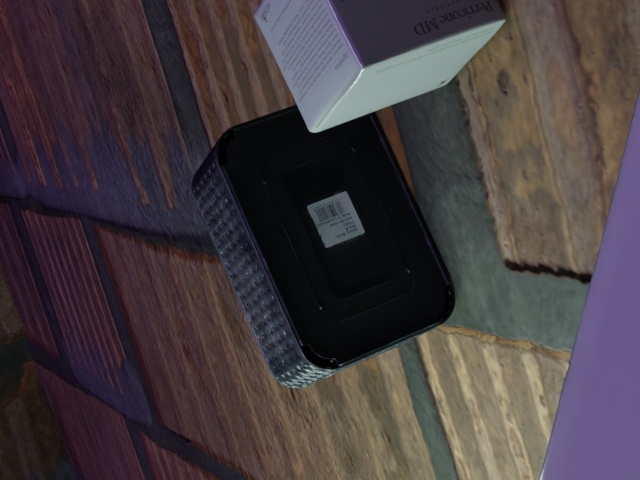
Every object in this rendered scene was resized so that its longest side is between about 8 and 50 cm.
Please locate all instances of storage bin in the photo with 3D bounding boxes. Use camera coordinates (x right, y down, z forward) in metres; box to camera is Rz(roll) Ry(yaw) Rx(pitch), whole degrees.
[{"bbox_3d":[0.000,0.000,0.951,0.180,0.122,0.084,66,158,6],"label":"storage bin"}]

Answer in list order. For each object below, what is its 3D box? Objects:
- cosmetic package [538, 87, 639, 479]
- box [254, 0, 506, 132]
[{"bbox_3d":[0.207,-0.022,0.318,0.230,0.161,0.453,30,141,25],"label":"cosmetic package"},{"bbox_3d":[0.032,-0.131,0.787,0.087,0.101,0.102,65,158,8],"label":"box"}]
